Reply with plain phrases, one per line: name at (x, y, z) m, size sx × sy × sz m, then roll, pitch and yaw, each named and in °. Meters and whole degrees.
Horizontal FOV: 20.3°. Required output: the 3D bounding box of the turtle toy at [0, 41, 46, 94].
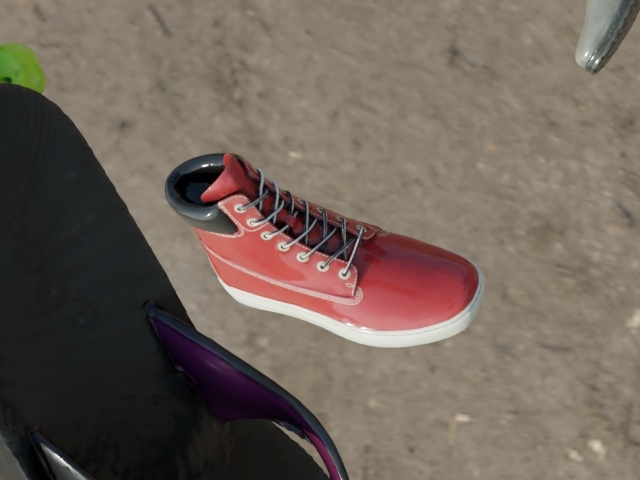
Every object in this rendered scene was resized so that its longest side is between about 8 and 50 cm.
turtle toy at (-0.199, -0.060, 0.947) m, size 0.095 × 0.066 × 0.130 m, roll 24°, pitch 66°, yaw 39°

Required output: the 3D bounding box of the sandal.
sandal at (-0.073, 0.114, 0.904) m, size 0.107 × 0.446 × 0.167 m, roll 3°, pitch 49°, yaw 41°

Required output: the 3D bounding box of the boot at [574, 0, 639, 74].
boot at (0.259, -0.304, 1.791) m, size 0.161 × 0.083 × 0.247 m, roll 22°, pitch 106°, yaw 13°

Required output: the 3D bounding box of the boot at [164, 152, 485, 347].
boot at (0.000, 0.000, 1.405) m, size 0.244 × 0.176 × 0.088 m, roll 9°, pitch 63°, yaw 26°
